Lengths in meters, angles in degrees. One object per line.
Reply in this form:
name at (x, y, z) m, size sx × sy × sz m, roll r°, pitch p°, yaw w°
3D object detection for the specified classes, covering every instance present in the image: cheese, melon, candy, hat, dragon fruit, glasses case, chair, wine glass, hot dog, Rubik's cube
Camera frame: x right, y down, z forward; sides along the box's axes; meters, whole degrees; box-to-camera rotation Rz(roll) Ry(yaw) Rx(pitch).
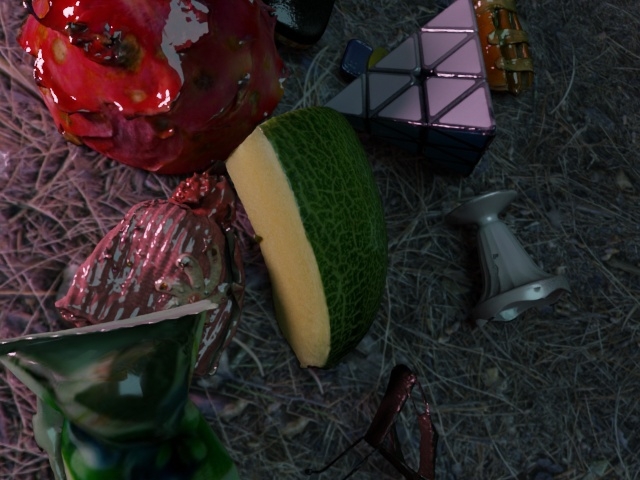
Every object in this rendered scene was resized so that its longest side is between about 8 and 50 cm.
cheese at (0.153, -0.278, 1.166) m, size 0.250 × 0.064 × 0.157 m, roll 25°, pitch 67°, yaw -13°
melon at (0.000, 0.000, 0.967) m, size 0.226 × 0.331 × 0.344 m, roll -26°, pitch 92°, yaw 10°
candy at (-0.220, 0.279, 0.805) m, size 0.262 × 0.172 × 0.398 m, roll -14°, pitch 92°, yaw -20°
hat at (-0.196, 0.031, 0.914) m, size 0.236 × 0.107 × 0.286 m, roll 33°, pitch 69°, yaw -26°
dragon fruit at (-0.224, -0.291, 0.941) m, size 0.371 × 0.249 × 0.386 m, roll -30°, pitch 84°, yaw -21°
glasses case at (-0.027, -0.471, 1.143) m, size 0.122 × 0.082 × 0.321 m, roll 24°, pitch 61°, yaw -23°
chair at (0.100, 0.294, 0.919) m, size 0.149 × 0.174 × 0.213 m, roll 37°, pitch 76°, yaw -2°
wine glass at (0.295, 0.030, 1.080) m, size 0.164 × 0.165 × 0.197 m, roll -14°, pitch 72°, yaw -24°
hot dog at (0.348, -0.401, 1.276) m, size 0.109 × 0.072 × 0.270 m, roll -3°, pitch 76°, yaw -24°
Rubik's cube at (0.186, -0.216, 1.052) m, size 0.228 × 0.229 × 0.233 m, roll -30°, pitch 79°, yaw -43°
